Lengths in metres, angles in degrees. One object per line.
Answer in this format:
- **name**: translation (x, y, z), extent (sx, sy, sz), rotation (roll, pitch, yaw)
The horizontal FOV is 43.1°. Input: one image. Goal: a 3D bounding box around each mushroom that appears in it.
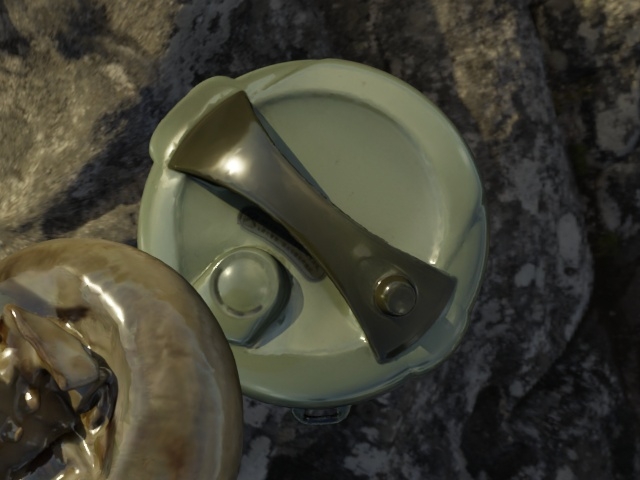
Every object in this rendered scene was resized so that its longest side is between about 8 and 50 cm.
- **mushroom**: translation (-0.154, 0.106, 0.451), extent (0.178, 0.226, 0.227), rotation (28, 77, -65)

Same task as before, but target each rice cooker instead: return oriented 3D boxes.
- **rice cooker**: translation (0.000, 0.000, 0.797), extent (0.334, 0.325, 0.336), rotation (-1, 79, 6)
